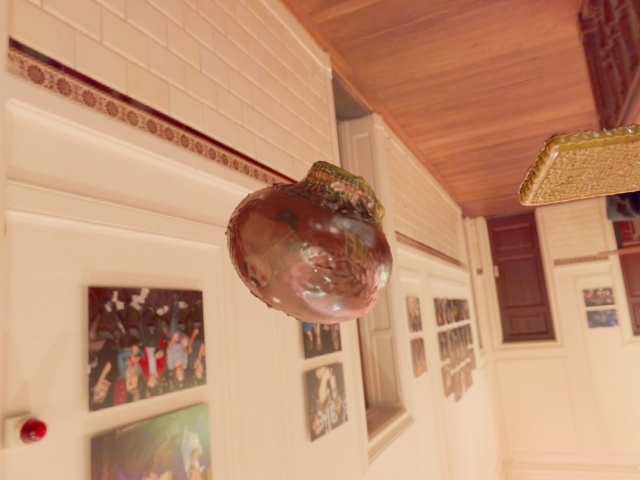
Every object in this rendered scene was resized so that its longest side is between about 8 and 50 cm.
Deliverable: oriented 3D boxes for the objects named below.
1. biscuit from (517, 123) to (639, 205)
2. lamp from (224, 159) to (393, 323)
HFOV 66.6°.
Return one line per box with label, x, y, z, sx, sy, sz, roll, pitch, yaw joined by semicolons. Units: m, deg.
biscuit;0.460;-0.120;0.783;0.254;0.029;0.172;-7;152;1
lamp;-0.005;-0.002;0.446;0.156;0.135;0.157;24;-168;2
